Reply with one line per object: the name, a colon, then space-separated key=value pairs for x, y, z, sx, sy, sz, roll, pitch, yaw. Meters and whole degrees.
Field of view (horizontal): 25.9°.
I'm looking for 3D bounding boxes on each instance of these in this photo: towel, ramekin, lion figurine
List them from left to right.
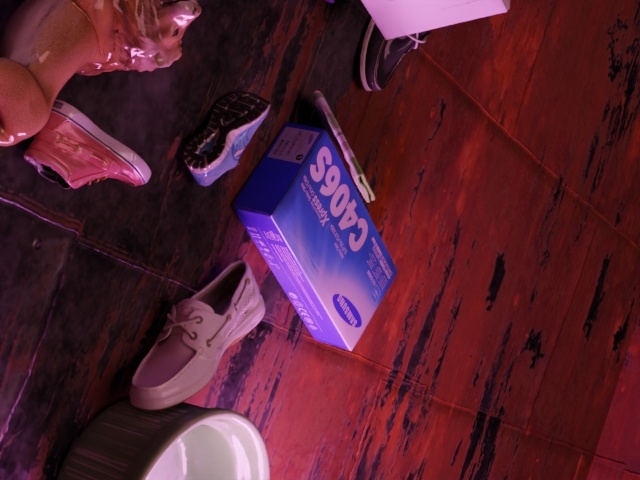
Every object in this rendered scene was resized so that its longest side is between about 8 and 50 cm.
lion figurine: x=-0.299 y=-0.211 z=1.509 sx=0.392 sy=0.142 sz=0.240 roll=-49 pitch=136 yaw=-33
ramekin: x=-0.216 y=0.351 z=1.842 sx=0.303 sy=0.148 sz=0.303 roll=-26 pitch=123 yaw=-49
towel: x=0.031 y=-0.134 z=2.017 sx=0.023 sy=0.152 sz=0.113 roll=-28 pitch=157 yaw=3

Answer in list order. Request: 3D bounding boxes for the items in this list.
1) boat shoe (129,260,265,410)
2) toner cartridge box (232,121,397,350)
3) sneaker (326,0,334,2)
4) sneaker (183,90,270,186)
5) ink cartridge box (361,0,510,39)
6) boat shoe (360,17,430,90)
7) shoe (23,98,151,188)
boat shoe: x=-0.173 y=0.120 z=1.870 sx=0.277 sy=0.098 sz=0.096 roll=-49 pitch=139 yaw=-47
toner cartridge box: x=0.000 y=0.000 z=2.087 sx=0.165 sy=0.075 sz=0.348 roll=-58 pitch=143 yaw=-24
sneaker: x=0.008 y=-0.370 z=1.966 sx=0.170 sy=0.068 sz=0.071 roll=-14 pitch=119 yaw=-54
sneaker: x=-0.127 y=-0.137 z=1.880 sx=0.162 sy=0.063 sz=0.073 roll=-49 pitch=156 yaw=-27
ink cartridge box: x=0.133 y=-0.453 z=1.927 sx=0.270 sy=0.197 sz=0.198 roll=52 pitch=37 yaw=-44
boat shoe: x=0.130 y=-0.331 z=2.148 sx=0.233 sy=0.079 sz=0.084 roll=-63 pitch=146 yaw=-15
shoe: x=-0.279 y=-0.091 z=1.661 sx=0.178 sy=0.063 sz=0.081 roll=41 pitch=70 yaw=-48
